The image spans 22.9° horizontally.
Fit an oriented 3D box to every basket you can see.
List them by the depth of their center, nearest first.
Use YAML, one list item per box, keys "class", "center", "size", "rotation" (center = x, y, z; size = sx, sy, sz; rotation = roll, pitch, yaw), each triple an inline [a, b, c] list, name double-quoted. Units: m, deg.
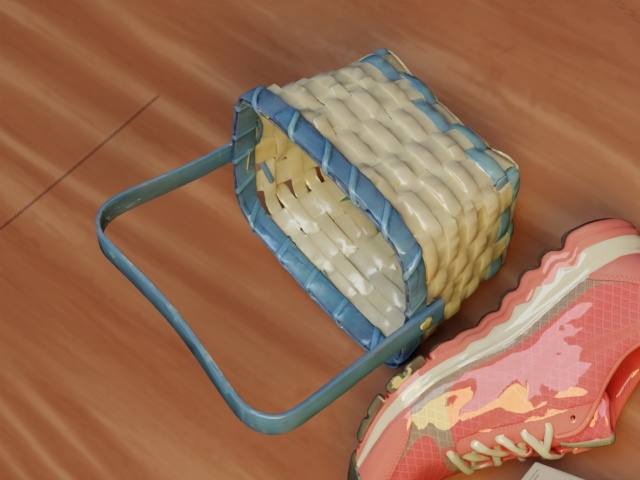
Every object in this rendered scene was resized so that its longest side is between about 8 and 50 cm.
- class: "basket"
  center: [0.000, 0.000, 1.256]
  size: [0.289, 0.201, 0.255]
  rotation: [-27, 58, -23]

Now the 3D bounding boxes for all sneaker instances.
- class: "sneaker"
  center: [0.155, 0.124, 1.216]
  size: [0.314, 0.116, 0.136]
  rotation: [-43, 63, 4]

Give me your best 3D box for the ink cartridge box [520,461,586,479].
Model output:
- class: "ink cartridge box"
  center: [0.201, 0.230, 1.170]
  size: [0.122, 0.088, 0.052]
  rotation: [18, 35, 27]
